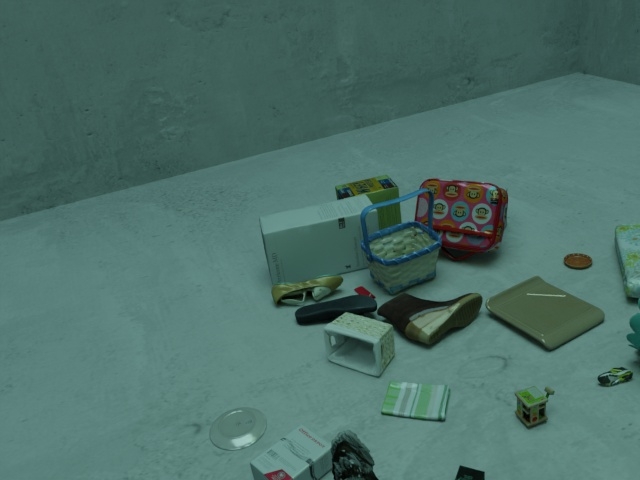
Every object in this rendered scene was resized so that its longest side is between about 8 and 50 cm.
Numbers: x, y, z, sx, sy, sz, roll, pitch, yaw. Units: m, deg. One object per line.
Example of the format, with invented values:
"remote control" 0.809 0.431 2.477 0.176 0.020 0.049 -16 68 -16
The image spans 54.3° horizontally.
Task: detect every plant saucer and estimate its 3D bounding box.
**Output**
"plant saucer" 0.800 0.065 1.938 0.083 0.013 0.083 -8 26 4

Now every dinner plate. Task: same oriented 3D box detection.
"dinner plate" -0.199 0.447 1.504 0.141 0.017 0.141 -6 27 3

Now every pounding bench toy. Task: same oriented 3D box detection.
"pounding bench toy" 0.483 0.367 1.390 0.083 0.065 0.052 -16 27 -13

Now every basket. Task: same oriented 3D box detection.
"basket" 0.106 0.268 1.650 0.167 0.114 0.103 11 31 33
"basket" 0.243 0.000 1.932 0.254 0.289 0.201 -17 33 -21

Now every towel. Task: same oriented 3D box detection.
"towel" 0.229 0.379 1.493 0.151 0.023 0.113 1 28 19
"towel" 1.038 0.058 1.803 0.320 0.090 0.374 -2 28 20

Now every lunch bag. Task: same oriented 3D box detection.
"lunch bag" 0.455 -0.066 2.053 0.292 0.259 0.120 9 1 33

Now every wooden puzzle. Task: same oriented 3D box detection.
"wooden puzzle" 0.613 0.198 1.715 0.220 0.044 0.238 -21 34 -23

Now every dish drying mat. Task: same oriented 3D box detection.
"dish drying mat" 0.138 0.165 1.955 0.032 0.008 0.083 -21 29 -20

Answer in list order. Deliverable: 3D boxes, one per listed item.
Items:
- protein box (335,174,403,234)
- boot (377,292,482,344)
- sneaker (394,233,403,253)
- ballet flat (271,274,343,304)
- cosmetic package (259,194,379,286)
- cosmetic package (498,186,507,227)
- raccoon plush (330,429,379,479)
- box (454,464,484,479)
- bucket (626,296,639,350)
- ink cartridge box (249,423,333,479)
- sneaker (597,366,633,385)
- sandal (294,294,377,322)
"protein box" 0.176 -0.108 2.262 0.201 0.200 0.136 -13 27 -7
"boot" 0.310 0.185 1.771 0.248 0.090 0.206 -28 34 -25
"sneaker" 0.263 0.012 2.167 0.059 0.053 0.144 9 31 36
"ballet flat" -0.039 0.163 1.967 0.232 0.080 0.073 -10 55 4
"cosmetic package" 0.000 0.000 2.097 0.384 0.217 0.156 -14 27 -7
"cosmetic package" 0.545 -0.099 2.185 0.183 0.152 0.151 9 31 30
"raccoon plush" 0.021 0.550 1.039 0.299 0.216 0.446 -48 2 3
"box" 0.285 0.493 1.210 0.052 0.062 0.083 6 31 25
"bucket" 0.858 0.174 1.432 0.281 0.281 0.183 -27 41 -32
"ink cartridge box" -0.057 0.480 1.342 0.150 0.063 0.109 -28 32 -33
"sneaker" 0.689 0.319 1.468 0.083 0.031 0.035 -7 13 -5
"sandal" 0.051 0.213 1.856 0.254 0.055 0.097 -10 18 19
